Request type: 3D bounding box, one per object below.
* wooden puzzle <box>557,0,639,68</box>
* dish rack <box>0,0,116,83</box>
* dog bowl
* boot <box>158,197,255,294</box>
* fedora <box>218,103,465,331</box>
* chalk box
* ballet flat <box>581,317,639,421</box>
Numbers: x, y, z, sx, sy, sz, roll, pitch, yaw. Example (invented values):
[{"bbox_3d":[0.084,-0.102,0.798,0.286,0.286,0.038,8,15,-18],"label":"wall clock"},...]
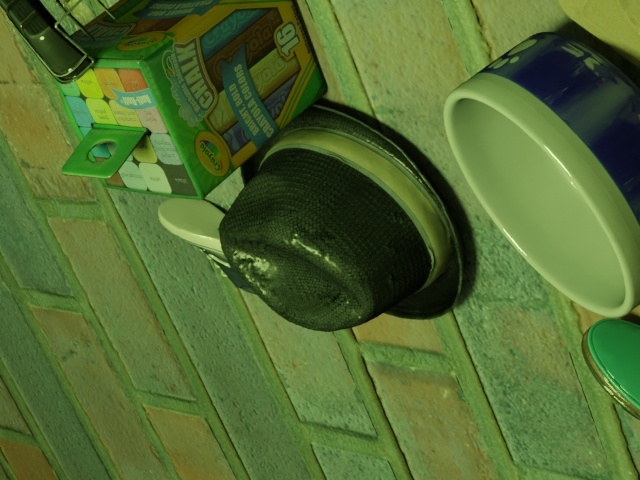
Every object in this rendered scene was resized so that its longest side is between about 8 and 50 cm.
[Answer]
[{"bbox_3d":[0.380,-0.221,1.323,0.348,0.080,0.322,43,146,15],"label":"wooden puzzle"},{"bbox_3d":[-0.231,-0.315,1.734,0.074,0.271,0.208,44,-178,-42],"label":"dish rack"},{"bbox_3d":[0.238,-0.062,1.527,0.265,0.104,0.265,50,168,14],"label":"dog bowl"},{"bbox_3d":[-0.131,0.012,2.116,0.190,0.069,0.086,24,137,28],"label":"boot"},{"bbox_3d":[0.000,0.000,1.887,0.334,0.152,0.334,28,141,26],"label":"fedora"},{"bbox_3d":[-0.168,-0.166,1.781,0.180,0.289,0.179,8,130,43],"label":"chalk box"},{"bbox_3d":[0.393,0.185,1.701,0.280,0.095,0.096,32,155,22],"label":"ballet flat"}]
